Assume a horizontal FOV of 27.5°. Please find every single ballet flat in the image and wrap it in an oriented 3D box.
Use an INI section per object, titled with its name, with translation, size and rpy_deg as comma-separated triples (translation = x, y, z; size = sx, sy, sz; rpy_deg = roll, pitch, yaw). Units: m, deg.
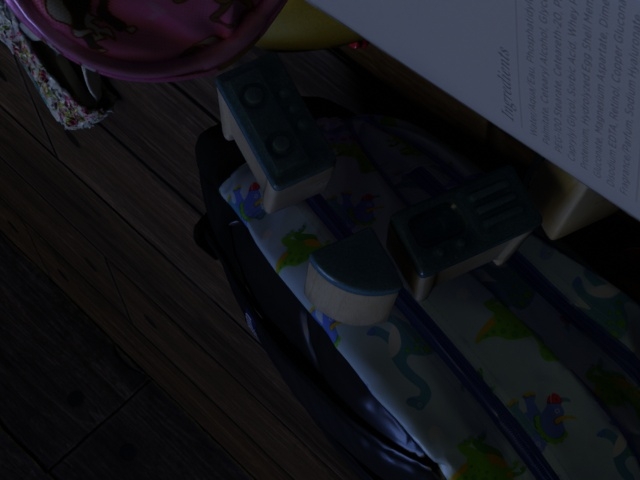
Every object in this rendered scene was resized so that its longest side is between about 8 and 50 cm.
[ballet flat]
translation = -0.304, -0.224, 1.474
size = 0.077, 0.091, 0.241
rpy_deg = -3, 139, 28

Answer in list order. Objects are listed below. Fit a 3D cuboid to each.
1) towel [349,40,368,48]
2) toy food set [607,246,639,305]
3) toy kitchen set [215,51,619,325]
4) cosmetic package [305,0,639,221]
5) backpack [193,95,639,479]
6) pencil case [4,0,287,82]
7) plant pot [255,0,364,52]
[towel]
translation = -0.074, -0.253, 0.938
size = 0.275, 0.031, 0.199
rpy_deg = 32, 155, 40
[toy food set]
translation = 0.225, 0.036, 0.864
size = 0.083, 0.020, 0.082
rpy_deg = 35, 158, 35
[toy kitchen set]
translation = 0.065, -0.068, 0.772
size = 0.166, 0.207, 0.122
rpy_deg = 62, 166, 17
[cosmetic package]
translation = 0.122, -0.143, 0.402
size = 0.225, 0.224, 0.138
rpy_deg = 37, 159, 29
[backpack]
translation = 0.084, 0.076, 0.941
size = 0.355, 0.273, 0.290
rpy_deg = -113, -1, -50
[pencil case]
translation = -0.129, -0.237, 0.711
size = 0.386, 0.160, 0.167
rpy_deg = -120, 39, -52
[plant pot]
translation = 0.020, -0.172, 0.766
size = 0.095, 0.134, 0.134
rpy_deg = 12, 146, 25
